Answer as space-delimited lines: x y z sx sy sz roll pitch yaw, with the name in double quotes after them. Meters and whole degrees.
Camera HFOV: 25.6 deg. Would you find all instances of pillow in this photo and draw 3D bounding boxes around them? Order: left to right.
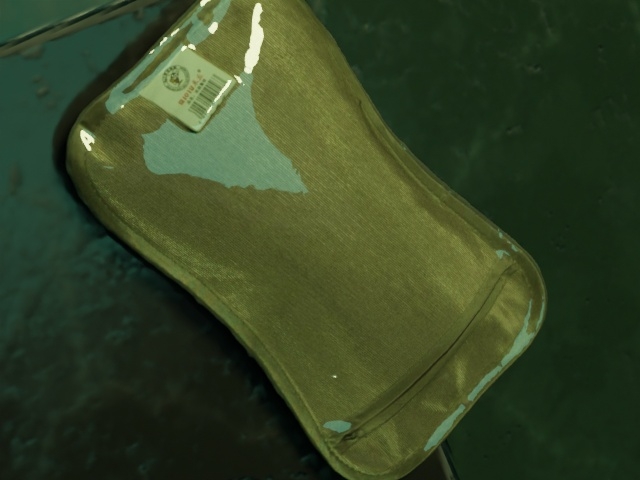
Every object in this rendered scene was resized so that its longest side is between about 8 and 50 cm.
0.000 0.000 0.589 0.130 0.033 0.217 -46 112 -8 "pillow"
